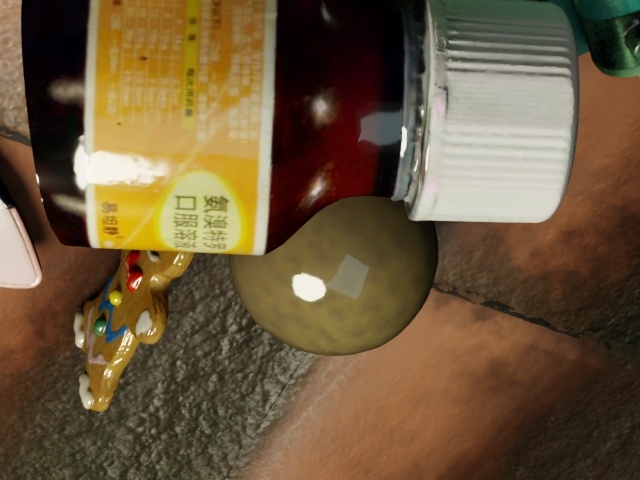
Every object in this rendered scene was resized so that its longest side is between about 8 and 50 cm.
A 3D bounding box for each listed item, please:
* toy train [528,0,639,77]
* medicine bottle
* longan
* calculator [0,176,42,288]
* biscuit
[{"bbox_3d":[0.187,-0.259,1.191,0.120,0.194,0.298,-24,128,2],"label":"toy train"},{"bbox_3d":[-0.012,-0.108,1.189,0.395,0.242,0.242,-1,126,0],"label":"medicine bottle"},{"bbox_3d":[0.000,0.000,1.359,0.204,0.159,0.185,26,104,12],"label":"longan"},{"bbox_3d":[-0.382,-0.051,1.291,0.220,0.048,0.330,-28,124,8],"label":"calculator"},{"bbox_3d":[-0.157,0.039,1.352,0.031,0.138,0.205,19,127,-28],"label":"biscuit"}]
